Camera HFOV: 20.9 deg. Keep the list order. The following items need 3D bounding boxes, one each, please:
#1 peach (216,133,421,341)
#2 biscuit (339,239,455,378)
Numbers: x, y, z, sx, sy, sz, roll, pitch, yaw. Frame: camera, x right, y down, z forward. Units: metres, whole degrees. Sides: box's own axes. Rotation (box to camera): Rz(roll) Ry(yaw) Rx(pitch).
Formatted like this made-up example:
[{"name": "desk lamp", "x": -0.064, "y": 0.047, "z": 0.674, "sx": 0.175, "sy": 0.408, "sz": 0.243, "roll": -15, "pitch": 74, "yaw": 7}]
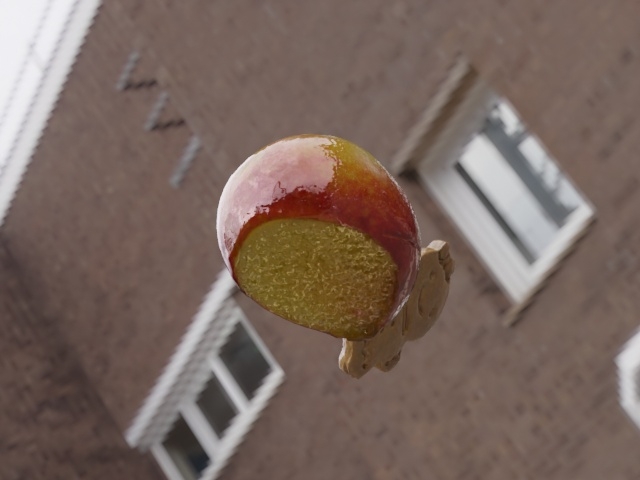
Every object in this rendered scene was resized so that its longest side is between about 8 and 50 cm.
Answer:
[{"name": "peach", "x": 0.000, "y": 0.000, "z": 1.636, "sx": 0.190, "sy": 0.192, "sz": 0.190, "roll": -20, "pitch": -25, "yaw": -10}, {"name": "biscuit", "x": 0.082, "y": 0.076, "z": 1.836, "sx": 0.184, "sy": 0.027, "sz": 0.133, "roll": -17, "pitch": -59, "yaw": -49}]
